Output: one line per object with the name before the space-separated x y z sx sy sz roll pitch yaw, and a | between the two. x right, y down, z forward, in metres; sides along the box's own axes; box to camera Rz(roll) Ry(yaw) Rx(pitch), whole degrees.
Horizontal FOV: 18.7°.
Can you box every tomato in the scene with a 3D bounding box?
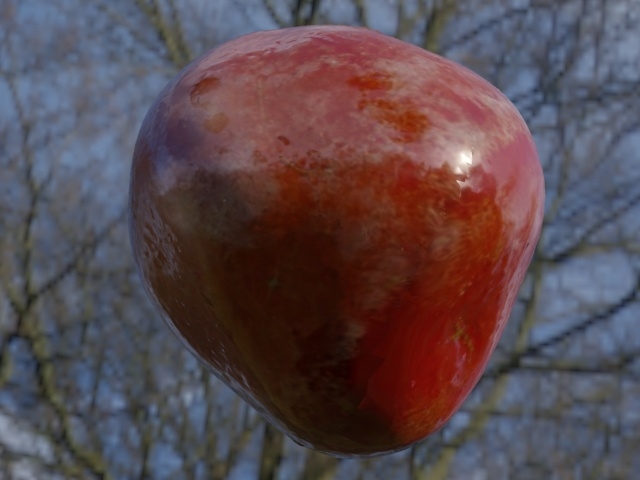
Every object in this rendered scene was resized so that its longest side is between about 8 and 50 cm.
tomato | 0.000 0.000 0.818 0.187 0.151 0.187 5 -71 14
